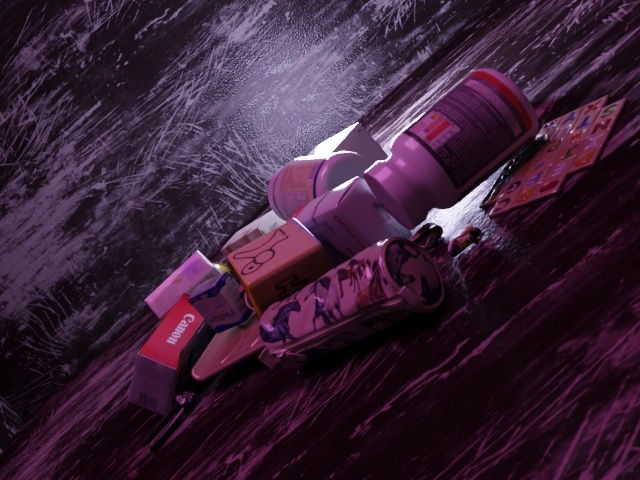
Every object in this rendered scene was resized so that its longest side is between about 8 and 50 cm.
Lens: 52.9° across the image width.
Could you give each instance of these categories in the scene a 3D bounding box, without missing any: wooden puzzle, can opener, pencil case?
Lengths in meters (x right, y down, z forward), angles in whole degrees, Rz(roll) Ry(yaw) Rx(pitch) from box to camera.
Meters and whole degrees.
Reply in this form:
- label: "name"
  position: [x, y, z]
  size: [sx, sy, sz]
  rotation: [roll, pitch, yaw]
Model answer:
- label: "wooden puzzle"
  position: [-0.155, 0.237, 1.750]
  size: [0.348, 0.080, 0.322]
  rotation: [-27, 20, 34]
- label: "can opener"
  position: [-0.400, 0.485, 1.735]
  size: [0.059, 0.073, 0.186]
  rotation: [20, 59, 31]
- label: "pencil case"
  position: [0.052, 0.135, 1.284]
  size: [0.410, 0.160, 0.183]
  rotation: [-32, 26, 39]

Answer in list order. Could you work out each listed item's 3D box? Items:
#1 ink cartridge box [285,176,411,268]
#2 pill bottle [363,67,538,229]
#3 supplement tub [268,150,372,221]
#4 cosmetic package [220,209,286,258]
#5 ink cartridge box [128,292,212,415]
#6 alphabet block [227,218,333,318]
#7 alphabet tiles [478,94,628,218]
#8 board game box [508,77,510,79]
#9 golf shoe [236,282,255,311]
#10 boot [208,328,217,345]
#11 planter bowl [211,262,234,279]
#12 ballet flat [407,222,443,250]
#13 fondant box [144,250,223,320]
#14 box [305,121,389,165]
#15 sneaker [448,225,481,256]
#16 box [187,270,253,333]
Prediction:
- label: "ink cartridge box"
  position: [0.058, -0.018, 1.635]
  size: [0.117, 0.207, 0.283]
  rotation: [-52, 16, -31]
- label: "pill bottle"
  position: [0.290, -0.202, 1.459]
  size: [0.363, 0.210, 0.210]
  rotation: [-39, 13, -4]
- label: "supplement tub"
  position: [0.003, -0.155, 2.041]
  size: [0.235, 0.235, 0.325]
  rotation: [-49, 28, -25]
- label: "cosmetic package"
  position: [-0.242, 0.012, 2.526]
  size: [0.296, 0.153, 0.129]
  rotation: [-28, 18, 49]
- label: "ink cartridge box"
  position: [-0.429, 0.310, 1.926]
  size: [0.309, 0.130, 0.271]
  rotation: [-64, -5, -58]
- label: "alphabet block"
  position: [-0.081, 0.094, 1.544]
  size: [0.197, 0.193, 0.192]
  rotation: [-29, 29, -9]
- label: "alphabet tiles"
  position: [0.483, -0.179, 1.353]
  size: [0.285, 0.011, 0.342]
  rotation: [-23, 24, 54]
- label: "board game box"
  position: [0.466, -0.357, 1.778]
  size: [0.181, 0.092, 0.043]
  rotation: [-32, 17, 36]
- label: "golf shoe"
  position: [-0.096, 0.090, 1.739]
  size: [0.273, 0.105, 0.120]
  rotation: [-48, 35, -12]
- label: "boot"
  position: [-0.298, 0.263, 2.038]
  size: [0.208, 0.076, 0.189]
  rotation: [152, 132, -84]
- label: "planter bowl"
  position: [-0.403, 0.198, 2.429]
  size: [0.217, 0.217, 0.090]
  rotation: [-44, 49, -6]
- label: "ballet flat"
  position: [0.208, 0.020, 1.427]
  size: [0.168, 0.057, 0.052]
  rotation: [-46, 24, -15]
- label: "fondant box"
  position: [-0.419, 0.196, 2.203]
  size: [0.238, 0.096, 0.330]
  rotation: [-44, -22, -7]
- label: "box"
  position: [0.075, -0.245, 2.286]
  size: [0.168, 0.215, 0.345]
  rotation: [-49, 14, -23]
- label: "sneaker"
  position: [0.290, 0.000, 1.297]
  size: [0.083, 0.031, 0.035]
  rotation: [-47, 14, -17]
- label: "box"
  position: [-0.272, 0.173, 1.782]
  size: [0.126, 0.137, 0.072]
  rotation: [-26, 21, 37]
